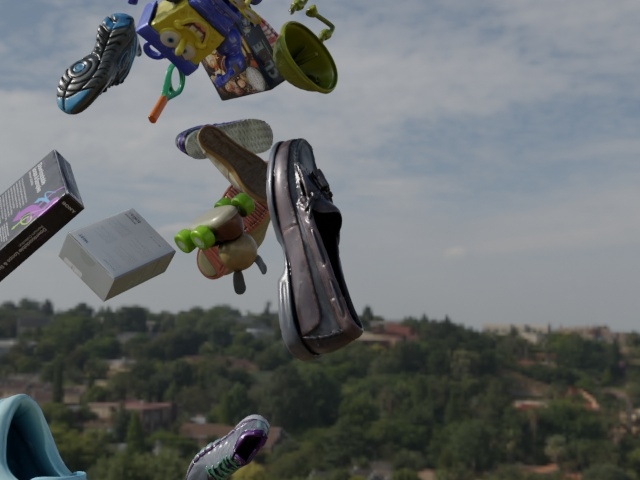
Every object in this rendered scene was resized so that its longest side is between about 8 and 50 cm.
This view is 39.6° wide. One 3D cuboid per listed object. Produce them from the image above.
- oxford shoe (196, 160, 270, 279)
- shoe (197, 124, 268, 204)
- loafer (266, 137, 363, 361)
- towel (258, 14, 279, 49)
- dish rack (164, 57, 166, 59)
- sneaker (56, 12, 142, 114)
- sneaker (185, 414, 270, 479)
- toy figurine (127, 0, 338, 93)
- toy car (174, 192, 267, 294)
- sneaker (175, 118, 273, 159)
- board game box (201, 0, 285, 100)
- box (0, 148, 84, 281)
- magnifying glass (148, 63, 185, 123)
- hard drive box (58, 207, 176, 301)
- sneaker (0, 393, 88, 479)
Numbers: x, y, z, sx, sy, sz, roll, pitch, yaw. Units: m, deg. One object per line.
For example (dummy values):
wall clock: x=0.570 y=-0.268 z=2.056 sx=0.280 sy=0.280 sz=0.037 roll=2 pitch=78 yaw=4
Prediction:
oxford shoe: x=-0.203 y=-0.064 z=2.477 sx=0.397 sy=0.140 sz=0.146 roll=-52 pitch=-21 yaw=26
shoe: x=-0.169 y=-0.156 z=1.856 sx=0.219 sy=0.076 sz=0.058 roll=44 pitch=-18 yaw=-1
loafer: x=0.000 y=0.000 z=1.121 sx=0.095 sy=0.302 sz=0.109 roll=-18 pitch=-28 yaw=26
towel: x=-0.142 y=-0.512 z=2.388 sx=0.197 sy=0.029 sz=0.144 roll=44 pitch=-29 yaw=-21
dish rack: x=-0.329 y=-0.597 z=2.530 sx=0.272 sy=0.074 sz=0.208 roll=-31 pitch=26 yaw=14
sneaker: x=-0.573 y=-0.447 z=2.367 sx=0.125 sy=0.340 sz=0.139 roll=15 pitch=-30 yaw=22
sneaker: x=-0.197 y=0.453 z=1.832 sx=0.083 sy=0.223 sz=0.098 roll=44 pitch=2 yaw=-10
toy figurine: x=-0.163 y=-0.329 z=1.335 sx=0.217 sy=0.191 sz=0.362 roll=-28 pitch=-47 yaw=27
toy car: x=-0.195 y=0.018 z=1.951 sx=0.155 sy=0.188 sz=0.149 roll=-42 pitch=19 yaw=-31
sneaker: x=-0.279 y=-0.293 z=2.511 sx=0.293 sy=0.102 sz=0.146 roll=-9 pitch=14 yaw=-36
board game box: x=-0.166 y=-0.352 z=1.451 sx=0.042 sy=0.243 sz=0.165 roll=-39 pitch=21 yaw=-27
box: x=-0.312 y=-0.012 z=0.894 sx=0.029 sy=0.162 sz=0.116 roll=47 pitch=4 yaw=-35
magnifying glass: x=-0.439 y=-0.421 z=2.536 sx=0.026 sy=0.231 sz=0.092 roll=5 pitch=-40 yaw=16
hard drive box: x=-0.522 y=0.032 z=2.293 sx=0.232 sy=0.181 sz=0.089 roll=-28 pitch=-23 yaw=-53
sneaker: x=-0.307 y=0.333 z=0.973 sx=0.150 sy=0.366 sz=0.135 roll=-43 pitch=-22 yaw=21
